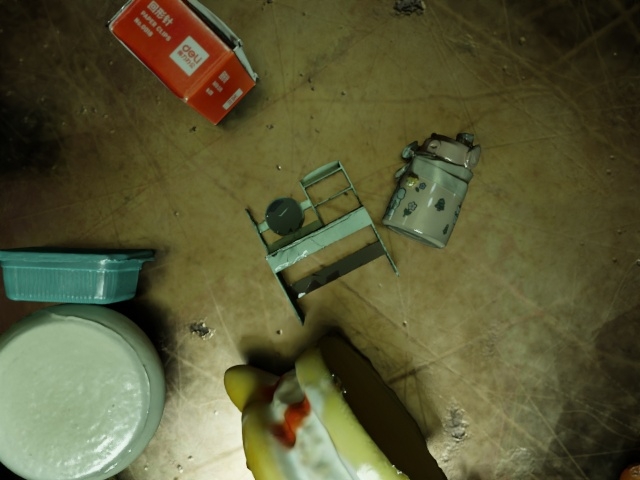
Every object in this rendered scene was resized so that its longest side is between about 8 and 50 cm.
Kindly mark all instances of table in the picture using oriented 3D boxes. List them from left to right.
[{"bbox_3d":[0.000,0.000,0.972,0.146,0.062,0.175,-28,93,3],"label":"table"}]

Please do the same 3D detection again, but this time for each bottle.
[{"bbox_3d":[0.147,-0.074,0.951,0.099,0.099,0.152,22,88,2],"label":"bottle"}]

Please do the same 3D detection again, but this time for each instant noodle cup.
[{"bbox_3d":[-0.317,0.043,0.937,0.179,0.157,0.070,2,90,3],"label":"instant noodle cup"}]

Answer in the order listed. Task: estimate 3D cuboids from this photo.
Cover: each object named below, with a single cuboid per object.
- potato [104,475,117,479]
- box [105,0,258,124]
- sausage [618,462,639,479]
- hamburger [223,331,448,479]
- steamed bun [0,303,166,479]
[{"bbox_3d":[-0.278,0.464,0.966,0.255,0.112,0.269,34,87,-3],"label":"potato"},{"bbox_3d":[-0.162,-0.233,0.912,0.133,0.182,0.099,43,92,4],"label":"box"},{"bbox_3d":[0.397,0.448,0.948,0.102,0.102,0.330,15,93,2],"label":"sausage"},{"bbox_3d":[0.005,0.251,0.890,0.186,0.261,0.302,-37,72,7],"label":"hamburger"},{"bbox_3d":[-0.316,0.195,0.947,0.232,0.145,0.231,0,87,-7],"label":"steamed bun"}]
